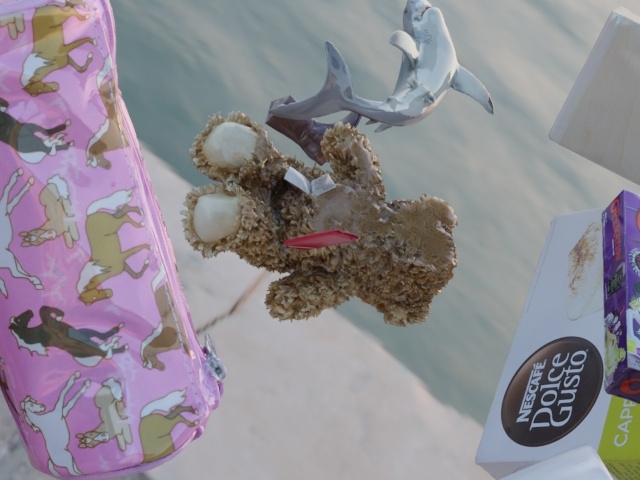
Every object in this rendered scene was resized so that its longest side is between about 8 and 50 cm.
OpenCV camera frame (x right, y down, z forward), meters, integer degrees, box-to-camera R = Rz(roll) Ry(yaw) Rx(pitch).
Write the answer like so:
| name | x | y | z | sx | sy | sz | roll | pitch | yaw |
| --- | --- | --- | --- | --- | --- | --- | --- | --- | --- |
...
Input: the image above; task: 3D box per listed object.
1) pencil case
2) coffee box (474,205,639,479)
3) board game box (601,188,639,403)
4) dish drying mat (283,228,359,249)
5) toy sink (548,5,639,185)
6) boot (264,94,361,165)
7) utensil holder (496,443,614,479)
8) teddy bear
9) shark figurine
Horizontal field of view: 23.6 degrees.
| name | x | y | z | sx | sy | sz | roll | pitch | yaw |
| --- | --- | --- | --- | --- | --- | --- | --- | --- | --- |
| pencil case | -0.197 | -0.014 | 1.176 | 0.167 | 0.160 | 0.386 | -24 | 105 | -29 |
| coffee box | 0.431 | 0.177 | 1.699 | 0.338 | 0.334 | 0.338 | 41 | 58 | -31 |
| board game box | 0.416 | 0.096 | 1.384 | 0.346 | 0.056 | 0.208 | 19 | 44 | -13 |
| dish drying mat | 0.000 | 0.000 | 1.533 | 0.032 | 0.083 | 0.008 | 17 | 72 | -37 |
| toy sink | 0.352 | -0.162 | 1.701 | 0.131 | 0.153 | 0.234 | 28 | 14 | 7 |
| boot | -0.010 | -0.178 | 2.175 | 0.114 | 0.106 | 0.037 | 40 | 3 | -13 |
| utensil holder | 0.088 | 0.361 | 1.100 | 0.328 | 0.385 | 0.327 | 62 | 3 | -7 |
| teddy bear | -0.009 | -0.018 | 1.714 | 0.338 | 0.113 | 0.245 | 3 | 65 | -34 |
| shark figurine | 0.075 | -0.152 | 1.665 | 0.166 | 0.116 | 0.278 | 51 | 40 | 0 |
